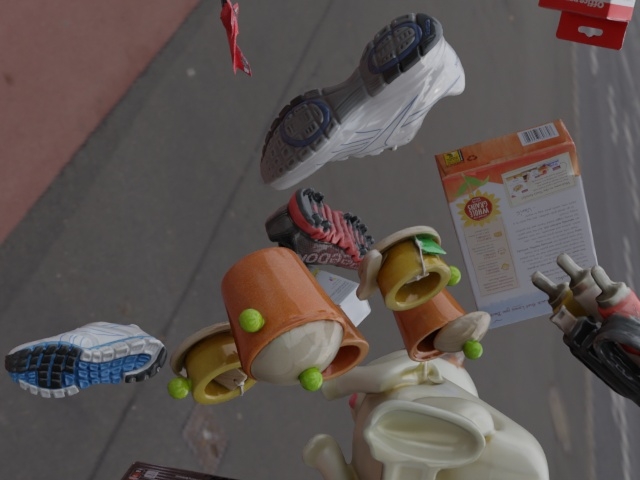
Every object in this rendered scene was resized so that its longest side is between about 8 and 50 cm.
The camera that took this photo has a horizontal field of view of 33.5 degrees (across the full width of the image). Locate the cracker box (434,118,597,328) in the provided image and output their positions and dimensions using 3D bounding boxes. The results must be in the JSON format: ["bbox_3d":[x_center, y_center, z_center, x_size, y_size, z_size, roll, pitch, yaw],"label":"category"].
[{"bbox_3d":[0.241,-0.014,1.280,0.067,0.155,0.232,-95,168,-58],"label":"cracker box"}]

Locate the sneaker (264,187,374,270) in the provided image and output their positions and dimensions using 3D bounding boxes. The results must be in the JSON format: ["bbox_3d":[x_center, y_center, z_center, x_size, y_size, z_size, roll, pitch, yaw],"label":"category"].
[{"bbox_3d":[0.000,0.000,1.949,0.276,0.135,0.098,31,37,-49],"label":"sneaker"}]

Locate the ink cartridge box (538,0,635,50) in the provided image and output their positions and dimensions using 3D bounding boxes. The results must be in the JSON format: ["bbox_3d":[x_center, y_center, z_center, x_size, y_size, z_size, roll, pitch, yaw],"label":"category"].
[{"bbox_3d":[0.438,-0.432,1.709,0.078,0.134,0.231,-6,111,-46],"label":"ink cartridge box"}]

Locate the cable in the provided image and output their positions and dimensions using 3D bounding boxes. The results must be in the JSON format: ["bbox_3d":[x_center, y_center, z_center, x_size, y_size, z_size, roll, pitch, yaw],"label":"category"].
[{"bbox_3d":[0.305,0.121,0.915,0.287,0.072,0.139,40,-12,-11],"label":"cable"}]

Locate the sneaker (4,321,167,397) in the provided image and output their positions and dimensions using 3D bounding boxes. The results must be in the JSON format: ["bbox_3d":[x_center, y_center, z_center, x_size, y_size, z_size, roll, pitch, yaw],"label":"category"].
[{"bbox_3d":[-0.283,0.132,1.253,0.190,0.083,0.071,0,117,-37],"label":"sneaker"}]

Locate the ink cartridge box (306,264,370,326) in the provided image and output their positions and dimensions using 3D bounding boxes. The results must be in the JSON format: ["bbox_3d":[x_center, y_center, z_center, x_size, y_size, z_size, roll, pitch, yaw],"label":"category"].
[{"bbox_3d":[-0.020,0.119,1.908,0.127,0.175,0.072,-44,132,-27],"label":"ink cartridge box"}]

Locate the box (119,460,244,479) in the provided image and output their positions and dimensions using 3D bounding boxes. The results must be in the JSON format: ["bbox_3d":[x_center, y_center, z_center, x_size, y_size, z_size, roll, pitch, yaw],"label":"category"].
[{"bbox_3d":[-0.185,0.346,1.127,0.060,0.270,0.216,49,61,-21],"label":"box"}]

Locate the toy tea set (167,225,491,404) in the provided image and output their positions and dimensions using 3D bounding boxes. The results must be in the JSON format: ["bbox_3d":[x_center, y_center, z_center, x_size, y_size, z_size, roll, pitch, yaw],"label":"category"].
[{"bbox_3d":[0.035,0.093,0.982,0.336,0.200,0.124,-9,55,-29],"label":"toy tea set"}]

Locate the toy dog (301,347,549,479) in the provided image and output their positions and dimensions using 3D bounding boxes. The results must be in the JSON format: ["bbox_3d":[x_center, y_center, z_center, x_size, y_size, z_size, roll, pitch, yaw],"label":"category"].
[{"bbox_3d":[0.171,0.287,1.610,0.408,0.395,0.285,-116,-155,-72],"label":"toy dog"}]

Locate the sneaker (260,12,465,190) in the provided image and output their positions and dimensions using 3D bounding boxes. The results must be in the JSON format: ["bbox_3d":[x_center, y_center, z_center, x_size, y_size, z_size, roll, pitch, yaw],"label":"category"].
[{"bbox_3d":[0.054,-0.146,1.319,0.129,0.297,0.111,38,27,-42],"label":"sneaker"}]

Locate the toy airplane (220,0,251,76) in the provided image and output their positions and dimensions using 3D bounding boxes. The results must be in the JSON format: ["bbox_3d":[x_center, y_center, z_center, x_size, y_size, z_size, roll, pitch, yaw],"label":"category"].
[{"bbox_3d":[-0.146,-0.344,1.782,0.151,0.028,0.151,-11,90,-85],"label":"toy airplane"}]
